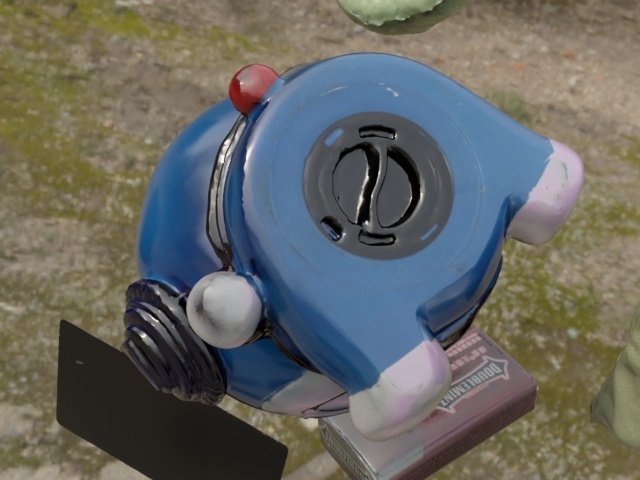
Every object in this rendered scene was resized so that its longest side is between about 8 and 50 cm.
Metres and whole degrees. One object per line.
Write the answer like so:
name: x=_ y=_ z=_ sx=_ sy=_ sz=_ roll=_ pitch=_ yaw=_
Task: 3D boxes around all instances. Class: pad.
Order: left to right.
pad: x=-0.155 y=0.190 z=0.966 sx=0.265 sy=0.159 sz=0.009 roll=26 pitch=40 yaw=15

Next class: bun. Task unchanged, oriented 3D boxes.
bun: x=0.100 y=-0.314 z=1.045 sx=0.195 sy=0.195 sz=0.118 roll=31 pitch=22 yaw=24

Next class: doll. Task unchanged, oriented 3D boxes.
doll: x=0.000 y=0.000 z=0.636 sx=0.284 sy=0.310 sz=0.240 roll=-37 pitch=88 yaw=-15

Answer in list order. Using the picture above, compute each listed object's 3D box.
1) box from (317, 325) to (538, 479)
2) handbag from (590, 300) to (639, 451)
box: x=0.120 y=0.191 z=1.082 sx=0.224 sy=0.069 sz=0.120 roll=-25 pitch=46 yaw=-22
handbag: x=0.308 y=0.074 z=0.457 sx=0.316 sy=0.253 sz=0.109 roll=23 pitch=48 yaw=18
